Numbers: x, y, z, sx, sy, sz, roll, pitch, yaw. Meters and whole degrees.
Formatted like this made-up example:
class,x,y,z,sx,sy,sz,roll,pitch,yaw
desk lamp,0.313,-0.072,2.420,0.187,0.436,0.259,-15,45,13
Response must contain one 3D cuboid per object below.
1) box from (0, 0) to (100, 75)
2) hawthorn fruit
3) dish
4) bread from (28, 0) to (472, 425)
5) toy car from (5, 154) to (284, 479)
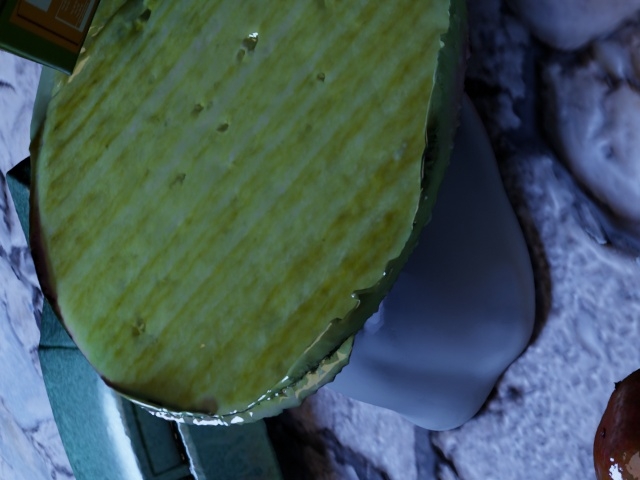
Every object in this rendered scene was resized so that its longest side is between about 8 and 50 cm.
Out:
class,x,y,z,sx,sy,sz,roll,pitch,yaw
box,-0.170,-0.200,0.842,0.177,0.148,0.195,22,92,8
hawthorn fruit,0.148,0.089,0.774,0.077,0.077,0.077,33,136,40
dish,0.000,0.000,0.913,0.229,0.081,0.229,34,137,40
bread,-0.036,-0.063,0.849,0.301,0.045,0.301,-14,71,46
toy car,-0.099,0.096,1.101,0.141,0.097,0.320,-3,108,56
